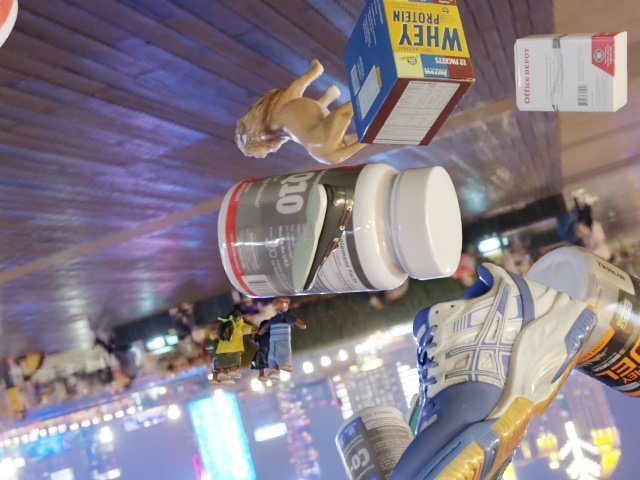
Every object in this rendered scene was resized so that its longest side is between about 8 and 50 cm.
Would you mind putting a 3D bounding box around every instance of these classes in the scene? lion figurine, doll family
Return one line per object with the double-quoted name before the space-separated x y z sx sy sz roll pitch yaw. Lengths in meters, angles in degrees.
"lion figurine" -0.017 -0.240 1.818 0.240 0.142 0.392 -45 -146 -11
"doll family" -0.099 0.146 1.285 0.192 0.111 0.076 -8 153 23

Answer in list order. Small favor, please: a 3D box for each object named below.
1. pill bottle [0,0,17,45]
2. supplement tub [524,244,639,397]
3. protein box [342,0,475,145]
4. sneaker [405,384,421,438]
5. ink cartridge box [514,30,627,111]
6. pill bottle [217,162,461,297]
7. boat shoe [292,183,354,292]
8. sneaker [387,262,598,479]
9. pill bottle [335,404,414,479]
"pill bottle" -0.519 -0.355 0.964 0.210 0.210 0.363 -17 141 8
"supplement tub" 0.548 0.164 1.630 0.337 0.207 0.207 26 155 -20
"protein box" 0.142 -0.299 1.486 0.135 0.200 0.201 0 155 -18
"sneaker" 0.202 0.182 1.057 0.275 0.107 0.110 -50 -166 11
"ink cartridge box" 0.336 -0.227 1.172 0.135 0.099 0.056 8 -156 35
"pill bottle" 0.026 -0.014 1.120 0.283 0.161 0.161 -6 178 26
"boat shoe" 0.001 0.001 0.874 0.042 0.049 0.133 1 129 -22
"sneaker" 0.116 0.122 0.724 0.296 0.131 0.112 -36 149 -47
"pill bottle" 0.069 0.237 0.857 0.078 0.137 0.078 -10 129 -12
